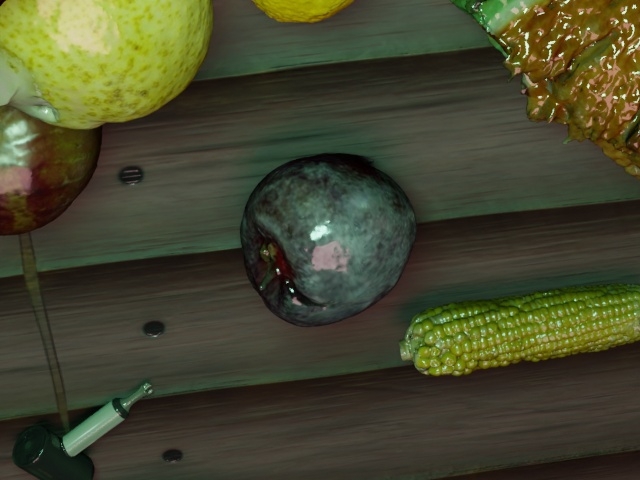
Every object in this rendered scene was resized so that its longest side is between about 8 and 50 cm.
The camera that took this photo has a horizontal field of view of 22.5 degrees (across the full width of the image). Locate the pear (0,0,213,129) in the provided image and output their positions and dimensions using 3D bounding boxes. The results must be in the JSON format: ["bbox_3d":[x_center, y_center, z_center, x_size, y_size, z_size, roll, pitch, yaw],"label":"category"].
[{"bbox_3d":[-0.211,-0.226,1.367,0.271,0.271,0.271,-6,136,-6],"label":"pear"}]

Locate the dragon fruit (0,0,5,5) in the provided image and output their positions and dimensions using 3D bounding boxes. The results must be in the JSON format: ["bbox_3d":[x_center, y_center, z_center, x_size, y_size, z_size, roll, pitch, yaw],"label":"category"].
[{"bbox_3d":[-0.336,-0.280,1.228,0.282,0.343,0.100,-28,140,15],"label":"dragon fruit"}]

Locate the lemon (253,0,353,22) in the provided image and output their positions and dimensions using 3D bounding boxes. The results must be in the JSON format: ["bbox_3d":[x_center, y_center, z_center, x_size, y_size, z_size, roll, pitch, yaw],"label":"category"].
[{"bbox_3d":[-0.014,-0.271,1.458,0.142,0.142,0.187,9,139,-21],"label":"lemon"}]

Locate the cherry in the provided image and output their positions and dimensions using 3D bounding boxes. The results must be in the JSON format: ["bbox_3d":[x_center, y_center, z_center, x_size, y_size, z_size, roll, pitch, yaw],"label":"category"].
[{"bbox_3d":[0.010,-0.001,1.715,0.195,0.195,0.195,-6,136,-6],"label":"cherry"}]

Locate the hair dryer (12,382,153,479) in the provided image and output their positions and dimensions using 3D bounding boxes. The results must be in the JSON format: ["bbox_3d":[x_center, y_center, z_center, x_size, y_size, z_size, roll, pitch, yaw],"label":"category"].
[{"bbox_3d":[-0.277,0.237,1.988,0.198,0.057,0.100,-36,133,16],"label":"hair dryer"}]

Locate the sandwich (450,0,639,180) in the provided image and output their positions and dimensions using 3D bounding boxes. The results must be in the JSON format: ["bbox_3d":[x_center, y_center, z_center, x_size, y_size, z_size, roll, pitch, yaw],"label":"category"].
[{"bbox_3d":[0.291,-0.194,1.589,0.250,0.162,0.301,-30,104,1],"label":"sandwich"}]

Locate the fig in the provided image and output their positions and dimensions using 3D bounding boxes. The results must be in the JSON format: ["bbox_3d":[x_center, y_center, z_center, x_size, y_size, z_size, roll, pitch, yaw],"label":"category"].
[{"bbox_3d":[-0.296,-0.102,1.550,0.205,0.205,0.205,-6,136,-6],"label":"fig"}]

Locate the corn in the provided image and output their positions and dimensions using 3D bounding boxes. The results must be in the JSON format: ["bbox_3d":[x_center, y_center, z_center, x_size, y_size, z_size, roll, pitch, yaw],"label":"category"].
[{"bbox_3d":[0.250,0.106,1.934,0.320,0.097,0.097,-8,136,-5],"label":"corn"}]
